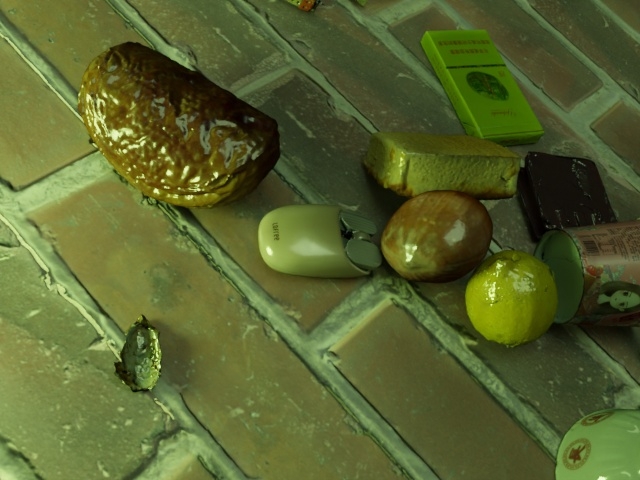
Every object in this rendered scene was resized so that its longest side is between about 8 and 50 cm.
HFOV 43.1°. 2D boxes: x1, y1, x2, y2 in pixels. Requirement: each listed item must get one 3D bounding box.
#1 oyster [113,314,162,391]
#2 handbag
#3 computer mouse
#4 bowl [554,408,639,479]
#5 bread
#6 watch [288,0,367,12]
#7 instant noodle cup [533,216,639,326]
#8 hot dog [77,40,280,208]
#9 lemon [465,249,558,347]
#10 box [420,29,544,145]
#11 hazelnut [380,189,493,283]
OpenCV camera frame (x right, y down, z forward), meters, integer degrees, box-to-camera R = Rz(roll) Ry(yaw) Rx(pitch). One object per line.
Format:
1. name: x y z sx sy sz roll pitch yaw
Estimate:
1. oyster: -0.289 0.185 1.320 0.086 0.029 0.132 31 49 -8
2. handbag: 0.546 -0.089 1.809 0.203 0.074 0.216 1 60 -21
3. computer mouse: 0.000 0.000 1.526 0.236 0.082 0.145 5 56 -18
4. bowl: 0.598 0.422 1.415 0.337 0.157 0.337 6 54 -8
5. bread: 0.247 -0.153 1.669 0.274 0.114 0.185 2 19 -21
6. watch: -0.023 -0.618 1.928 0.268 0.102 0.165 38 59 -6
7. instant noodle cup: 0.574 0.069 1.624 0.231 0.243 0.243 -2 59 -16
8. hot dog: -0.265 -0.212 1.508 0.387 0.174 0.267 31 49 5
9. lemon: 0.360 0.106 1.533 0.173 0.206 0.173 -9 40 8
10. box: 0.386 -0.370 1.946 0.187 0.047 0.335 -8 61 -26
11. hazelnut: 0.216 -0.003 1.531 0.214 0.214 0.176 -31 97 -34
